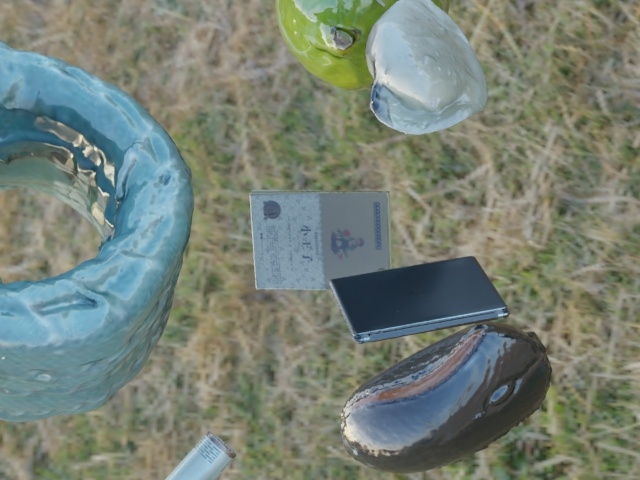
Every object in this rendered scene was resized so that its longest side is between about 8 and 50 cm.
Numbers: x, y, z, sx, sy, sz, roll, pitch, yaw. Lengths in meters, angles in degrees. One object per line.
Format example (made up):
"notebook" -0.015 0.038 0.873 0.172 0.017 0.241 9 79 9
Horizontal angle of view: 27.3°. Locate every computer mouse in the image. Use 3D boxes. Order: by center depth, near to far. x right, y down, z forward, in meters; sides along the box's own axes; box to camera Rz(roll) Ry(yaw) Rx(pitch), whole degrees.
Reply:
"computer mouse" 0.179 0.235 1.865 0.323 0.183 0.116 -31 34 14

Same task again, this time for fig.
"fig" 0.036 -0.313 1.697 0.233 0.314 0.233 1 92 28

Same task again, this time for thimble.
"thimble" -0.186 -0.010 0.822 0.143 0.198 0.235 110 141 -59

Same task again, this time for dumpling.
"dumpling" 0.121 -0.197 1.517 0.176 0.150 0.092 -82 17 -53

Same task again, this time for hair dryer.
"hair dryer" -0.119 0.294 1.318 0.155 0.044 0.183 -50 36 -2

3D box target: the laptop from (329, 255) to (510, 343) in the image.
"laptop" 0.110 0.066 1.496 0.129 0.180 0.016 -115 19 -58

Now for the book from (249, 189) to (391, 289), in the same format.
"book" 0.000 0.000 1.784 0.199 0.016 0.138 1 101 18
